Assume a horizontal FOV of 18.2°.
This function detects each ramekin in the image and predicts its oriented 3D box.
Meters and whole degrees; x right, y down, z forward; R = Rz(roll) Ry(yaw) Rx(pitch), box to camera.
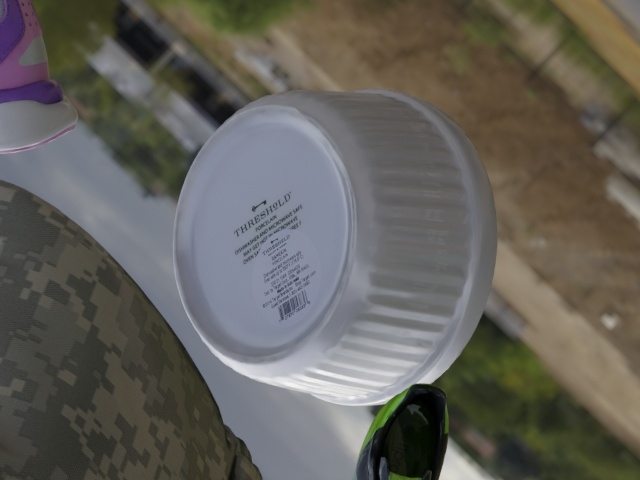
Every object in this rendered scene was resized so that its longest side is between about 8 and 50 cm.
[{"bbox_3d":[0.000,0.000,1.269,0.109,0.207,0.207,8,-153,-46],"label":"ramekin"}]

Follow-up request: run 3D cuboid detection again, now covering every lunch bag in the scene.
[{"bbox_3d":[-0.147,0.142,0.786,0.305,0.212,0.256,-73,-32,-58],"label":"lunch bag"}]

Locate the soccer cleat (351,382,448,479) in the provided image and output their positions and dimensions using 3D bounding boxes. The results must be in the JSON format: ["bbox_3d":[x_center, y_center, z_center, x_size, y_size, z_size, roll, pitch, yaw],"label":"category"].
[{"bbox_3d":[0.035,0.162,1.115,0.060,0.179,0.072,15,154,-2],"label":"soccer cleat"}]

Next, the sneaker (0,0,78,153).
[{"bbox_3d":[-0.253,-0.104,1.131,0.095,0.236,0.104,-46,-47,-70],"label":"sneaker"}]
